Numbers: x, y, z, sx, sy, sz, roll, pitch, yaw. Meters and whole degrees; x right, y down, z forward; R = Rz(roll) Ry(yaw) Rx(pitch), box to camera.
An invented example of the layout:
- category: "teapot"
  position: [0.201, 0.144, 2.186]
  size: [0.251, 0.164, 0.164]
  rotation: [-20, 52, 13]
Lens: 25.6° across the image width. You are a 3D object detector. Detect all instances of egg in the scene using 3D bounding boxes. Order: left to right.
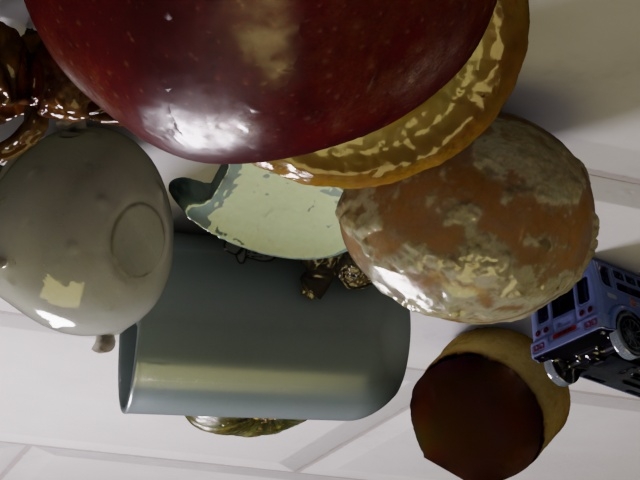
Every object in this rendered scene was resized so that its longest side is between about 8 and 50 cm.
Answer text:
- category: "egg"
  position: [0.136, -0.023, 1.299]
  size: [0.245, 0.203, 0.203]
  rotation: [3, 157, -7]

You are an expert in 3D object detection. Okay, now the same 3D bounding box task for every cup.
- category: "cup"
  position: [-0.067, 0.098, 1.588]
  size: [0.312, 0.205, 0.205]
  rotation: [4, 157, -14]

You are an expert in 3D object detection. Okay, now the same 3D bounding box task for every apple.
- category: "apple"
  position: [-0.032, -0.193, 0.807]
  size: [0.288, 0.288, 0.317]
  rotation: [2, 148, -4]

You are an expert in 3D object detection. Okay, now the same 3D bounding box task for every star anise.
- category: "star anise"
  position: [-0.213, -0.129, 1.103]
  size: [0.196, 0.111, 0.212]
  rotation: [-17, -179, -17]

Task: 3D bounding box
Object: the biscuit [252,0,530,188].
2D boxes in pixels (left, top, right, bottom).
- category: "biscuit"
  position: [0.025, -0.133, 1.111]
  size: [0.274, 0.091, 0.213]
  rotation: [-2, 127, -5]

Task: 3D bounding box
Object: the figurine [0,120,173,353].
- category: "figurine"
  position: [-0.342, -0.007, 1.356]
  size: [0.394, 0.227, 0.274]
  rotation: [4, -169, 32]

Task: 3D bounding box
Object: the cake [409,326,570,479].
- category: "cake"
  position: [0.235, 0.205, 1.892]
  size: [0.207, 0.185, 0.178]
  rotation: [-36, 180, 27]

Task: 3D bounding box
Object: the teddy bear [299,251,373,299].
- category: "teddy bear"
  position: [-0.005, -0.003, 1.490]
  size: [0.160, 0.119, 0.078]
  rotation: [31, 180, -26]

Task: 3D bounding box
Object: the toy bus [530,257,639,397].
- category: "toy bus"
  position: [0.393, 0.122, 1.719]
  size: [0.292, 0.133, 0.125]
  rotation: [20, 145, -34]

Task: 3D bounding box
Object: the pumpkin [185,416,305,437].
- category: "pumpkin"
  position: [-0.081, 0.160, 1.791]
  size: [0.223, 0.157, 0.224]
  rotation: [-11, 148, -7]

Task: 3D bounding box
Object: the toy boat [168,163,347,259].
- category: "toy boat"
  position: [-0.039, -0.055, 1.377]
  size: [0.207, 0.079, 0.134]
  rotation: [16, 124, -21]
